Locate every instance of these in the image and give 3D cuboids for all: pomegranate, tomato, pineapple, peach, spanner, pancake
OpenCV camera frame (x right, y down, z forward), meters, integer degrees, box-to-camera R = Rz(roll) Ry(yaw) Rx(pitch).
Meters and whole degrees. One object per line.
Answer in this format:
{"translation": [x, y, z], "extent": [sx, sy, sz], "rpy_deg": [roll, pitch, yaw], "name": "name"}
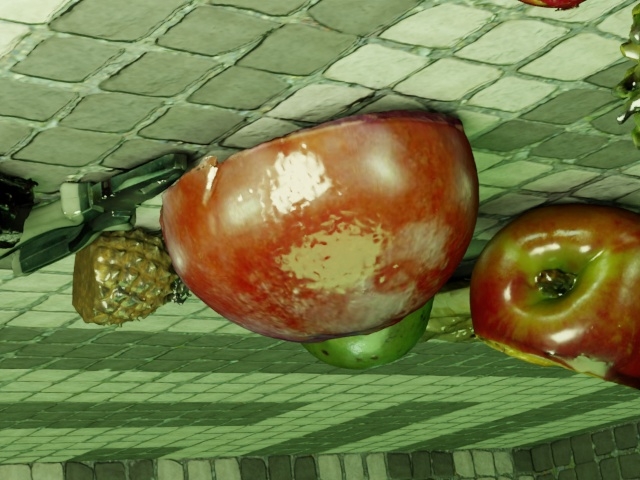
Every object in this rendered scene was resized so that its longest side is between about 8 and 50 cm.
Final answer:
{"translation": [0.059, 0.046, 1.505], "extent": [0.187, 0.187, 0.225], "rpy_deg": [-22, -173, 39], "name": "pomegranate"}
{"translation": [-0.003, 0.005, 1.266], "extent": [0.335, 0.176, 0.289], "rpy_deg": [-17, 165, 18], "name": "tomato"}
{"translation": [-0.161, 0.034, 1.475], "extent": [0.237, 0.111, 0.119], "rpy_deg": [-4, -166, -31], "name": "pineapple"}
{"translation": [0.319, 0.076, 1.577], "extent": [0.245, 0.248, 0.275], "rpy_deg": [-43, 155, -2], "name": "peach"}
{"translation": [-0.246, -0.024, 1.332], "extent": [0.325, 0.040, 0.095], "rpy_deg": [-24, 157, 40], "name": "spanner"}
{"translation": [0.296, 0.094, 1.902], "extent": [0.387, 0.082, 0.387], "rpy_deg": [-7, 163, -2], "name": "pancake"}

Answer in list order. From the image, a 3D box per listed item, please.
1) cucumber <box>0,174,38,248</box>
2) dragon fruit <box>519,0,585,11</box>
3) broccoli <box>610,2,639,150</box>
{"translation": [-0.357, -0.055, 1.123], "extent": [0.072, 0.081, 0.303], "rpy_deg": [21, 178, 28], "name": "cucumber"}
{"translation": [0.185, -0.204, 0.861], "extent": [0.190, 0.094, 0.094], "rpy_deg": [-15, 166, -16], "name": "dragon fruit"}
{"translation": [0.331, -0.149, 0.743], "extent": [0.334, 0.324, 0.272], "rpy_deg": [-7, 177, 13], "name": "broccoli"}
